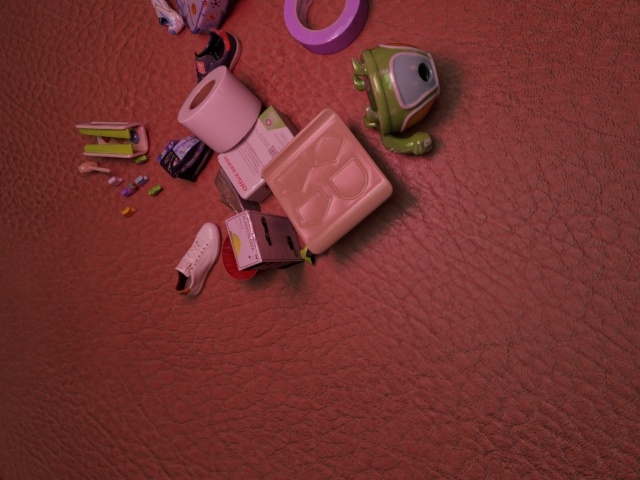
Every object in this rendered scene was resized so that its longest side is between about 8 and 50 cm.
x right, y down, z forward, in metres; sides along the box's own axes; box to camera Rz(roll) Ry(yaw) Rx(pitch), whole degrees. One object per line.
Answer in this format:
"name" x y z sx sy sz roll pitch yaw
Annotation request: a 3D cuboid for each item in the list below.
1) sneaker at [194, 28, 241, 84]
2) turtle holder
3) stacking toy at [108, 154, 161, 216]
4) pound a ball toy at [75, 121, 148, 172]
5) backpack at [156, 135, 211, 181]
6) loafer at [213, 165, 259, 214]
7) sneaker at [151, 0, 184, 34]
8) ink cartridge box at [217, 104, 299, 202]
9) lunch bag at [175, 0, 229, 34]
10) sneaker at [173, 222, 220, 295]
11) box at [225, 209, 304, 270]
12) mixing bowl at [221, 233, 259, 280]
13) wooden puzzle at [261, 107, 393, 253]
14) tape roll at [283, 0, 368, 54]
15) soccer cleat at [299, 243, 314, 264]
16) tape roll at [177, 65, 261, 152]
"sneaker" -0.412 -0.600 1.685 0.131 0.148 0.351 20 96 23
"turtle holder" 0.232 -0.423 1.354 0.227 0.243 0.321 -16 72 5
"stacking toy" -0.753 -0.222 1.877 0.221 0.052 0.167 -32 78 17
"pound a ball toy" -0.860 -0.383 1.900 0.318 0.136 0.208 7 116 24
"backpack" -0.495 -0.319 1.707 0.117 0.158 0.173 43 102 12
"loafer" -0.307 -0.153 1.665 0.087 0.094 0.251 -42 68 29
"sneaker" -0.627 -0.912 1.820 0.086 0.085 0.237 -40 74 1
"ink cartridge box" -0.193 -0.294 1.597 0.272 0.114 0.198 -39 74 17
"lunch bag" -0.433 -0.919 1.668 0.303 0.114 0.243 -36 76 50
"sneaker" -0.459 0.071 1.699 0.105 0.123 0.291 21 95 25
"box" -0.172 0.004 1.484 0.087 0.290 0.169 -21 81 21
"mixing bowl" -0.248 0.047 1.613 0.181 0.098 0.182 -1 89 32
"wooden puzzle" 0.017 -0.182 1.439 0.322 0.080 0.348 -40 72 18
"tape roll" 0.017 -0.774 1.537 0.274 0.090 0.275 -1 88 24
"soccer cleat" 0.000 0.000 1.540 0.072 0.060 0.179 39 110 10
"tape roll" -0.346 -0.448 1.582 0.246 0.169 0.246 -29 41 28
